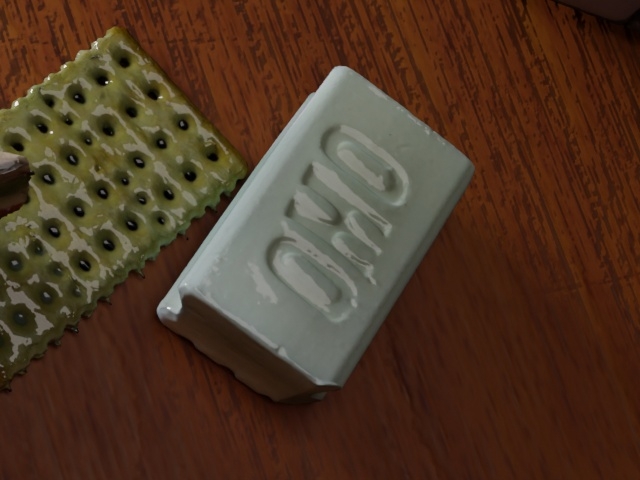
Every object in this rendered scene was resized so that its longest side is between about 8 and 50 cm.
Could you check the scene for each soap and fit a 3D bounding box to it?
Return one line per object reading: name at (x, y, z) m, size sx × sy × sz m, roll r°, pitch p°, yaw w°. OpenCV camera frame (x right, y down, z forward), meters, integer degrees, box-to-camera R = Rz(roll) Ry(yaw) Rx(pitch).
soap at (0.000, 0.000, 1.147) m, size 0.119 × 0.066 × 0.198 m, roll 36°, pitch 61°, yaw -4°

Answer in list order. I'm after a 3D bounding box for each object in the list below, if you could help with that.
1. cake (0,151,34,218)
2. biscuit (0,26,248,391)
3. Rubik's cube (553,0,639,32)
cake at (-0.280, -0.007, 1.009) m, size 0.220 × 0.086 × 0.116 m, roll 13°, pitch 70°, yaw -10°
biscuit at (-0.159, -0.025, 1.118) m, size 0.139 × 0.016 × 0.231 m, roll 47°, pitch 60°, yaw 1°
Rubik's cube at (0.374, -0.334, 1.278) m, size 0.337 × 0.344 × 0.344 m, roll 18°, pitch 65°, yaw -17°
